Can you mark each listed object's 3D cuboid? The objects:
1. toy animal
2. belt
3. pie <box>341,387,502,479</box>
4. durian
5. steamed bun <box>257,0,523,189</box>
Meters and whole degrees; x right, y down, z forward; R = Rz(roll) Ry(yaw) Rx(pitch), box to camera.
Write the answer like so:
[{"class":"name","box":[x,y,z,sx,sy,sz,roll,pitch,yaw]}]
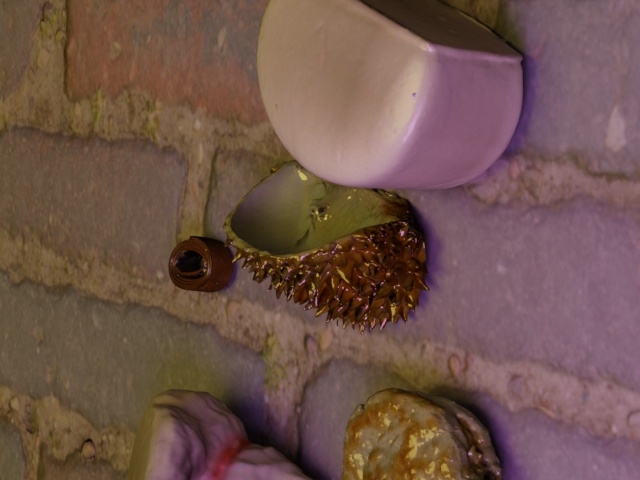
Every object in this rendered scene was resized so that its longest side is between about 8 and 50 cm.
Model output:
[{"class":"toy animal","box":[-0.115,0.272,1.923,0.266,0.188,0.308,-101,18,-46]},{"class":"belt","box":[-0.125,0.025,1.994,0.083,0.036,0.059,0,85,53]},{"class":"pie","box":[0.094,0.259,1.667,0.201,0.090,0.248,16,102,50]},{"class":"durian","box":[0.000,0.000,1.776,0.252,0.144,0.139,17,83,57]},{"class":"steamed bun","box":[0.052,-0.133,1.655,0.241,0.146,0.164,37,117,44]}]
